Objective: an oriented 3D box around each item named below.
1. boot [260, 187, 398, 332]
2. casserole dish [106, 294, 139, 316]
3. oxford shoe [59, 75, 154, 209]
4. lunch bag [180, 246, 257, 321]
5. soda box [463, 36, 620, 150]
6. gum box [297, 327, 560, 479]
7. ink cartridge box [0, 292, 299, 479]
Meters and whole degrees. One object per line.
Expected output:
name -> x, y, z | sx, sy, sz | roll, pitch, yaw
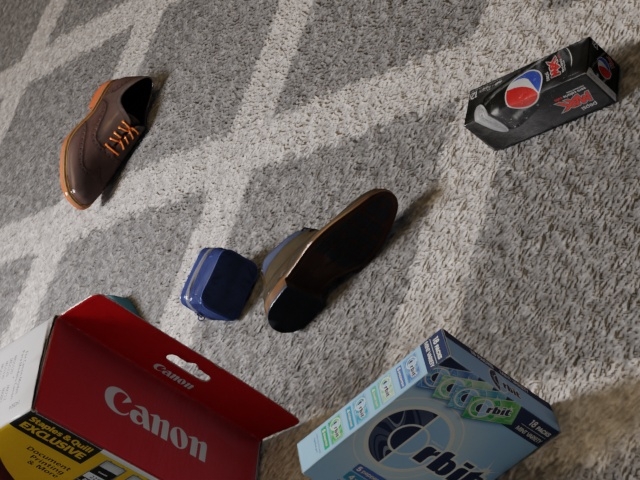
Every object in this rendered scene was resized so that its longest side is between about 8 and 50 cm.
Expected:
boot -> 0.000, 0.000, 1.670 | 0.219, 0.082, 0.106 | -47, 34, 16
casserole dish -> -0.309, 0.142, 2.002 | 0.114, 0.037, 0.188 | -50, 30, 6
oxford shoe -> -0.355, -0.173, 2.327 | 0.098, 0.097, 0.271 | -15, 48, 40
lunch bag -> -0.136, 0.060, 1.812 | 0.065, 0.067, 0.098 | 3, 63, 56
soda box -> 0.239, -0.157, 1.514 | 0.169, 0.060, 0.053 | -23, 44, 42
gum box -> 0.099, 0.181, 1.277 | 0.184, 0.157, 0.041 | -41, 33, 20
ink cartridge box -> -0.222, 0.225, 1.528 | 0.272, 0.309, 0.130 | -31, 38, 35
